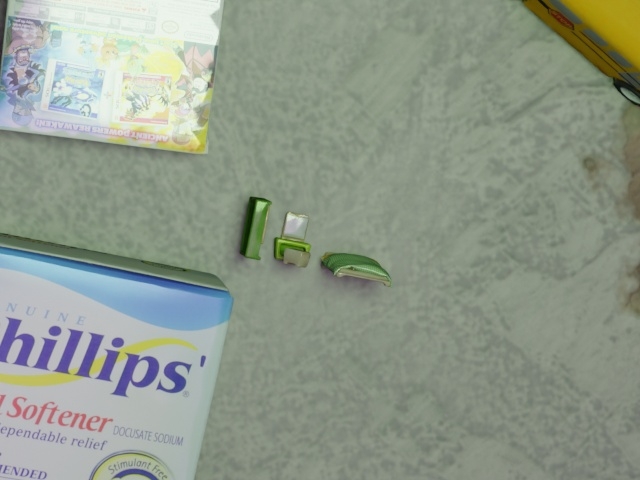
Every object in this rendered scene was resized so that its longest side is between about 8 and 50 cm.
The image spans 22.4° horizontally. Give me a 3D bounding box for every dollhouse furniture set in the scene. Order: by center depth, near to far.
[{"bbox_3d":[0.000,0.000,1.581,0.152,0.076,0.058,11,95,-13],"label":"dollhouse furniture set"}]

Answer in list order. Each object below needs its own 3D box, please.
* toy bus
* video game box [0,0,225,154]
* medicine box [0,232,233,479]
[{"bbox_3d":[0.310,-0.222,1.597,0.333,0.130,0.108,38,87,-14],"label":"toy bus"},{"bbox_3d":[-0.198,-0.185,1.530,0.205,0.048,0.187,7,93,-13],"label":"video game box"},{"bbox_3d":[-0.245,0.151,1.506,0.264,0.149,0.289,11,95,-14],"label":"medicine box"}]
